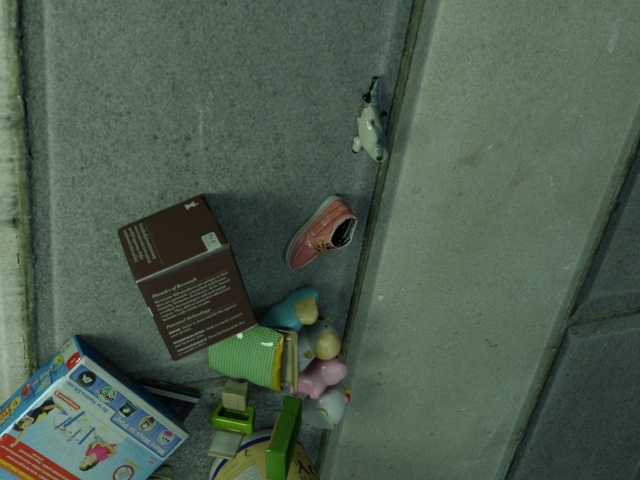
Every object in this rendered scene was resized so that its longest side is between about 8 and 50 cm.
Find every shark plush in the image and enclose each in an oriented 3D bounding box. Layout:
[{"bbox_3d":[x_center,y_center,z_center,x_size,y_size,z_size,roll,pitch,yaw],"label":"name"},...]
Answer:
[{"bbox_3d":[0.097,-0.222,1.438,0.067,0.073,0.161,-25,112,-35],"label":"shark plush"}]

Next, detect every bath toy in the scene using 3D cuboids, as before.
[{"bbox_3d":[-0.009,0.262,1.663,0.151,0.129,0.348,3,133,25],"label":"bath toy"}]

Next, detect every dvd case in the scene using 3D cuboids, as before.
[{"bbox_3d":[-0.373,0.384,1.620,0.164,0.018,0.221,24,110,-36],"label":"dvd case"}]

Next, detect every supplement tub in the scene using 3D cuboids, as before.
[{"bbox_3d":[-0.093,0.613,1.720,0.240,0.331,0.241,-14,128,-19],"label":"supplement tub"}]

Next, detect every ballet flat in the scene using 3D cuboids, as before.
[{"bbox_3d":[-0.398,0.524,1.684,0.168,0.052,0.057,0,122,-27],"label":"ballet flat"}]

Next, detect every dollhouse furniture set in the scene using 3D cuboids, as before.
[{"bbox_3d":[-0.147,0.314,1.544,0.197,0.151,0.302,9,129,10],"label":"dollhouse furniture set"}]

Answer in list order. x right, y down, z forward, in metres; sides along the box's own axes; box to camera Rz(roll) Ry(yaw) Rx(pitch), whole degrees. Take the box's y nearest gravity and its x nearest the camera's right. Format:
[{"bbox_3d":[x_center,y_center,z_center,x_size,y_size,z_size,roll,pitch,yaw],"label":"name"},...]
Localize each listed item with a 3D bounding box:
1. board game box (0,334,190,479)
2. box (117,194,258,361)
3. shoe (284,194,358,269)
[{"bbox_3d":[-0.464,0.386,1.478,0.302,0.086,0.308,-44,125,-6],"label":"board game box"},{"bbox_3d":[-0.233,0.066,1.369,0.167,0.168,0.203,-23,130,-10],"label":"box"},{"bbox_3d":[0.000,0.000,1.503,0.063,0.081,0.178,27,107,-38],"label":"shoe"}]
